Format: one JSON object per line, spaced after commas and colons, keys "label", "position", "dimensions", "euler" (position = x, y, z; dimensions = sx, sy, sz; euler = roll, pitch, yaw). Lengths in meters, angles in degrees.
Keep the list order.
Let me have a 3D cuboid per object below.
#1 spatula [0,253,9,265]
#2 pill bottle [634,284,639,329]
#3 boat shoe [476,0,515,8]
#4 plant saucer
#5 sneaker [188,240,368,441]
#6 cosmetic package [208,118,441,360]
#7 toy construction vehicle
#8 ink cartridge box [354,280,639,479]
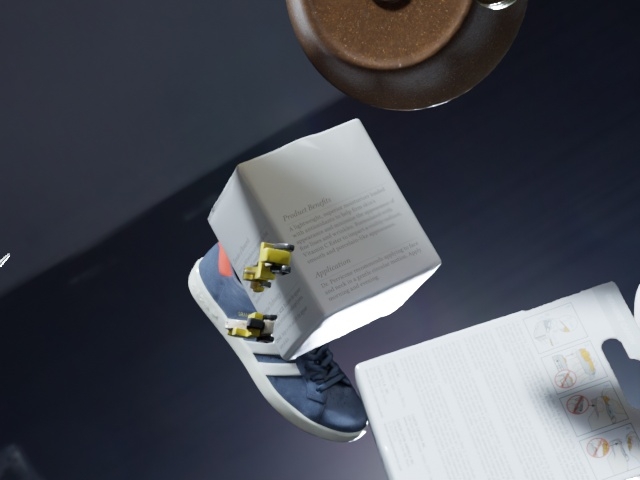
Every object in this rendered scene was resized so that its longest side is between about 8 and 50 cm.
{"label": "spatula", "position": [-0.398, 0.117, 1.338], "dimensions": [0.019, 0.242, 0.168], "euler": [46, 141, -7]}
{"label": "pill bottle", "position": [0.475, 0.079, 1.506], "dimensions": [0.136, 0.245, 0.136], "euler": [23, -120, -46]}
{"label": "boat shoe", "position": [0.087, -0.208, 0.887], "dimensions": [0.045, 0.050, 0.135], "euler": [-35, -77, -59]}
{"label": "plant saucer", "position": [0.055, -0.195, 1.038], "dimensions": [0.198, 0.198, 0.036], "euler": [60, -156, 8]}
{"label": "sneaker", "position": [-0.039, 0.127, 2.011], "dimensions": [0.350, 0.148, 0.131], "euler": [47, -148, 9]}
{"label": "cosmetic package", "position": [0.000, 0.000, 1.485], "dimensions": [0.184, 0.151, 0.151], "euler": [61, 154, 13]}
{"label": "toy construction vehicle", "position": [-0.057, 0.045, 1.224], "dimensions": [0.098, 0.035, 0.086], "euler": [164, 115, -72]}
{"label": "ink cartridge box", "position": [0.162, 0.150, 1.138], "dimensions": [0.066, 0.232, 0.189], "euler": [79, 174, -48]}
